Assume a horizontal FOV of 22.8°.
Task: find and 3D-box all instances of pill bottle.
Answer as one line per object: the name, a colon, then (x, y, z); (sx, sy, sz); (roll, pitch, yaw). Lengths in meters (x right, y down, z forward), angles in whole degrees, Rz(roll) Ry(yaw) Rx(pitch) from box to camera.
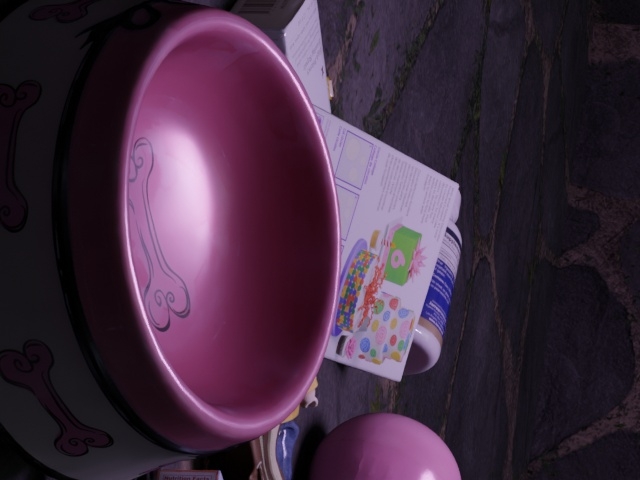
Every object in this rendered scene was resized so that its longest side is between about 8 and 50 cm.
pill bottle: (0.112, 0.039, 2.199); (0.153, 0.153, 0.265); (69, 30, -55)

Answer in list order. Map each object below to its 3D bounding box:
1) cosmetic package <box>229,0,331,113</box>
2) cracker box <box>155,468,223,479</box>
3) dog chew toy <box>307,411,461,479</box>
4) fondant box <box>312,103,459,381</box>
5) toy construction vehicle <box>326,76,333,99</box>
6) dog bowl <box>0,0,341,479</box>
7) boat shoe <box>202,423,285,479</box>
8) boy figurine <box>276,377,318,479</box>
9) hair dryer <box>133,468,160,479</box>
cosmetic package: (-0.045, -0.158, 1.758); (0.117, 0.085, 0.231); (-63, 151, -49)
cracker box: (-0.124, 0.351, 1.487); (0.156, 0.067, 0.232); (80, 13, -53)
dog chew toy: (0.052, 0.384, 2.036); (0.207, 0.206, 0.332); (76, 33, -45)
fondant box: (0.000, 0.000, 1.696); (0.330, 0.096, 0.238); (23, 82, -51)
toy construction vehicle: (-0.010, -0.171, 1.965); (0.098, 0.035, 0.086); (-8, 91, -75)
dog bowl: (-0.123, -0.008, 1.276); (0.408, 0.150, 0.408); (18, 69, -60)
boat shoe: (-0.094, 0.259, 1.718); (0.095, 0.095, 0.258); (-18, 106, -57)
boy figurine: (-0.041, 0.169, 1.841); (0.177, 0.092, 0.285); (12, 85, -67)
hair dryer: (-0.175, 0.130, 1.470); (0.223, 0.080, 0.294); (87, 19, -72)
